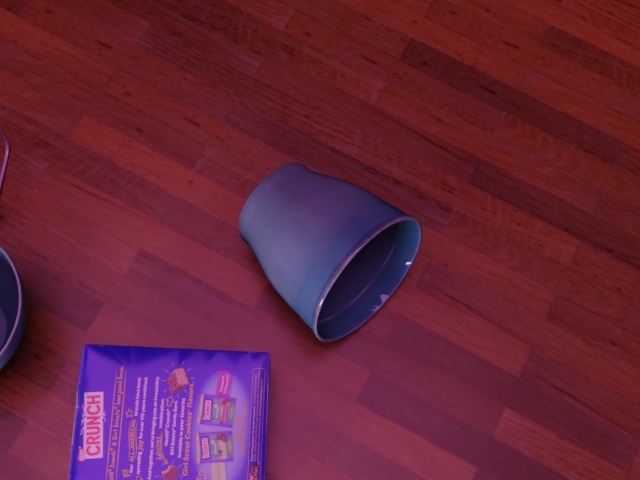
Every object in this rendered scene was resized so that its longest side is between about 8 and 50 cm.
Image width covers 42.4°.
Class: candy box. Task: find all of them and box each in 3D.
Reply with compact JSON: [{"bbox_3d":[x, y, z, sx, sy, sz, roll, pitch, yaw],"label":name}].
[{"bbox_3d":[-0.253,0.319,1.410,0.318,0.122,0.268,5,74,-9],"label":"candy box"}]

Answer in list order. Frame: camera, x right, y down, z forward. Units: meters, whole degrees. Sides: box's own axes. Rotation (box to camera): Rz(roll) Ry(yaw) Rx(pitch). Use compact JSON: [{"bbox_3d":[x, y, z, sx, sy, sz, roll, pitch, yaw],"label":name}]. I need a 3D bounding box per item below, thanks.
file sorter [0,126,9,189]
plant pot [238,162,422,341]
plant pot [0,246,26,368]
[{"bbox_3d":[-0.743,-0.161,1.525,0.278,0.193,0.173,6,68,-2],"label":"file sorter"},{"bbox_3d":[0.000,0.000,1.494,0.272,0.271,0.255,-43,63,-16],"label":"plant pot"},{"bbox_3d":[-0.639,0.138,1.424,0.291,0.195,0.290,1,71,-4],"label":"plant pot"}]
